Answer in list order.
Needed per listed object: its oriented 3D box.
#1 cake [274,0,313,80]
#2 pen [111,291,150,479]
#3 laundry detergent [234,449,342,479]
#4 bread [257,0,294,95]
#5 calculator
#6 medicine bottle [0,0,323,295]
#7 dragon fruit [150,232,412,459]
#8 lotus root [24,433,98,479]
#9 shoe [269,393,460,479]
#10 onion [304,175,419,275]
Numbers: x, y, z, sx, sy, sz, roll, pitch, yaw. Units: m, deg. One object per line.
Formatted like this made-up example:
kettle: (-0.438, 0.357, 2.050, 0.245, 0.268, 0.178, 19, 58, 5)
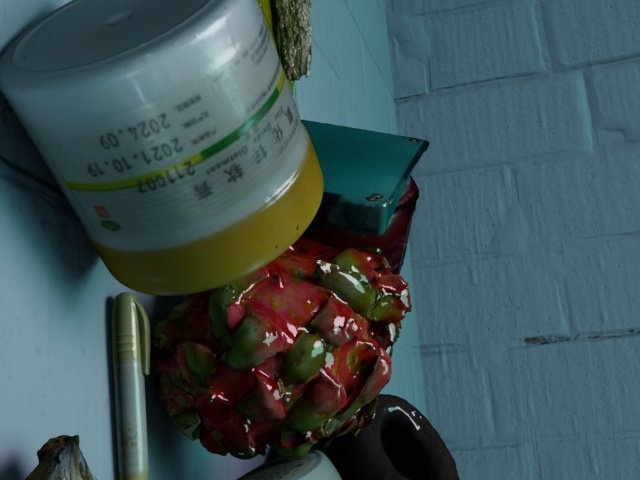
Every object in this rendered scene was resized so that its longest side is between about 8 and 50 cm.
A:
cake: (-0.039, -0.303, 1.114, 0.055, 0.051, 0.140, 49, 37, -64)
pen: (-0.188, 0.168, 0.772, 0.032, 0.040, 0.233, 74, 10, -82)
laundry detergent: (-0.069, 0.305, 0.827, 0.105, 0.215, 0.280, 64, 16, 8)
bread: (-0.137, -0.354, 1.095, 0.383, 0.112, 0.166, 63, 26, -50)
calculator: (-0.015, -0.087, 0.953, 0.248, 0.274, 0.058, -60, 156, -59)
medicine bottle: (-0.139, -0.107, 0.713, 0.238, 0.238, 0.232, -81, 157, -48)
dragon fruit: (-0.042, 0.114, 0.866, 0.237, 0.302, 0.231, -133, -150, -57)
lotus root: (-0.208, 0.317, 0.568, 0.167, 0.078, 0.329, 109, -24, -78)
shoe: (0.054, 0.319, 1.067, 0.237, 0.171, 0.384, -58, -165, 8)
onion: (0.000, 0.000, 1.129, 0.337, 0.282, 0.260, -90, -174, -62)
